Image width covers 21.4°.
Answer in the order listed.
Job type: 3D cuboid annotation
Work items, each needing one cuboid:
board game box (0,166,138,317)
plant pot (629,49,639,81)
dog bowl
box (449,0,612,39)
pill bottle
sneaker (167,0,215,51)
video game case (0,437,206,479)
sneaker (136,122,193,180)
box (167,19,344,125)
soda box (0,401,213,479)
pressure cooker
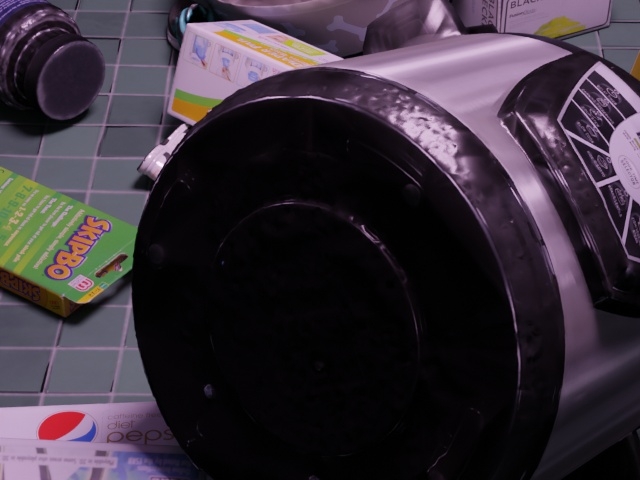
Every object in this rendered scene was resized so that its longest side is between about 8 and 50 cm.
[{"bbox_3d":[-0.290,-0.005,1.664,0.259,0.039,0.124,21,42,29],"label":"board game box"},{"bbox_3d":[0.428,-0.141,1.730,0.187,0.212,0.212,31,45,16],"label":"plant pot"},{"bbox_3d":[0.017,-0.340,1.971,0.348,0.102,0.349,-13,40,11],"label":"dog bowl"},{"bbox_3d":[0.209,-0.343,2.078,0.169,0.087,0.290,-18,40,-24],"label":"box"},{"bbox_3d":[-0.341,-0.218,1.874,0.123,0.123,0.219,-30,46,-34],"label":"pill bottle"},{"bbox_3d":[-0.140,-0.245,1.951,0.065,0.076,0.166,-8,38,-13],"label":"sneaker"},{"bbox_3d":[-0.259,0.275,1.229,0.329,0.036,0.300,3,52,2],"label":"video game case"},{"bbox_3d":[-0.152,-0.087,1.781,0.044,0.040,0.109,39,37,-1],"label":"sneaker"},{"bbox_3d":[-0.043,-0.150,1.780,0.203,0.103,0.114,26,23,30],"label":"box"},{"bbox_3d":[-0.171,0.180,1.385,0.216,0.074,0.069,-2,38,-3],"label":"soda box"},{"bbox_3d":[0.106,0.018,1.332,0.375,0.370,0.420,26,25,28],"label":"pressure cooker"}]
